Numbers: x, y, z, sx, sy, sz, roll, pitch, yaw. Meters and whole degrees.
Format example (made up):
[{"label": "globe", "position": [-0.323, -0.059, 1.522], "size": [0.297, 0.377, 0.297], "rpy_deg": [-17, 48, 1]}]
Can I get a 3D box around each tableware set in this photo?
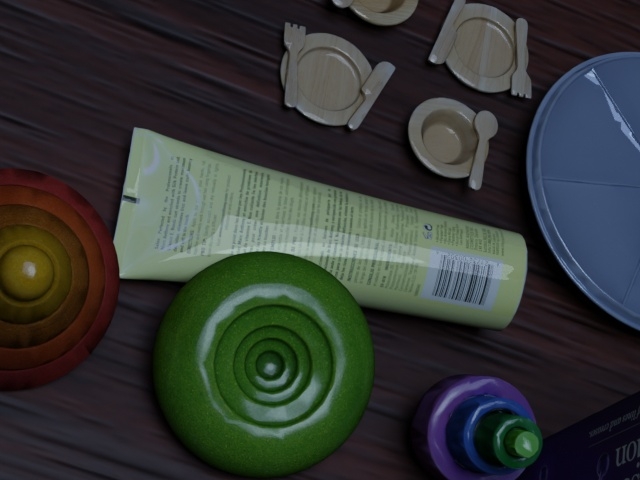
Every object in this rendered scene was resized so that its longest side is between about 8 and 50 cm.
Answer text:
[{"label": "tableware set", "position": [0.058, -0.114, 1.048], "size": [0.169, 0.020, 0.141], "rpy_deg": [25, 63, -12]}]

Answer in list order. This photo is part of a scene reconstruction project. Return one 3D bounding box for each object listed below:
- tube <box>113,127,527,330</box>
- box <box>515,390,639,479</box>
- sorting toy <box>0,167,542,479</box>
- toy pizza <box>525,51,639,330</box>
[{"label": "tube", "position": [0.000, 0.000, 0.964], "size": [0.240, 0.062, 0.070], "rpy_deg": [12, 28, -13]}, {"label": "box", "position": [0.185, 0.179, 0.847], "size": [0.103, 0.261, 0.184], "rpy_deg": [11, 66, -17]}, {"label": "sorting toy", "position": [-0.040, 0.059, 0.863], "size": [0.365, 0.126, 0.127], "rpy_deg": [20, 83, -12]}, {"label": "toy pizza", "position": [0.220, -0.028, 1.073], "size": [0.201, 0.032, 0.201], "rpy_deg": [8, 67, -20]}]
